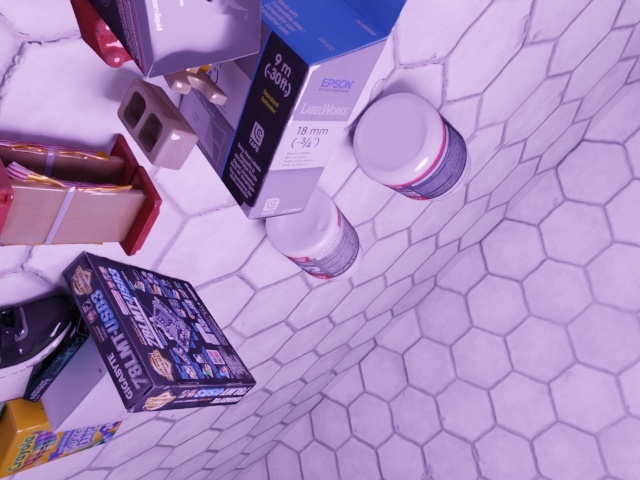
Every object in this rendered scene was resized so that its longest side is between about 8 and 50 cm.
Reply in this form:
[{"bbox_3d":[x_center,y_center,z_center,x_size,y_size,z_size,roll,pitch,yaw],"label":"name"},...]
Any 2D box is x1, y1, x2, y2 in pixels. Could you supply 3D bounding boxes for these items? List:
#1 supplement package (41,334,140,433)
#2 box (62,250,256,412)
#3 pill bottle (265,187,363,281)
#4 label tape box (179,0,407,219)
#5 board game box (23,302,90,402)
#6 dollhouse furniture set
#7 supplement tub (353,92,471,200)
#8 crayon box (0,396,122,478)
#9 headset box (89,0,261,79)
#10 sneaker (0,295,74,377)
[{"bbox_3d":[-0.441,0.271,1.022,0.194,0.149,0.203,-46,152,15],"label":"supplement package"},{"bbox_3d":[-0.288,0.172,0.900,0.073,0.295,0.293,-45,153,8],"label":"box"},{"bbox_3d":[0.000,0.000,1.136,0.161,0.161,0.283,-40,153,3],"label":"pill bottle"},{"bbox_3d":[-0.059,-0.231,0.624,0.106,0.240,0.333,-10,141,-40],"label":"label tape box"},{"bbox_3d":[-0.473,0.189,0.889,0.026,0.126,0.186,33,109,-31],"label":"board game box"},{"bbox_3d":[-0.269,-0.153,0.580,0.201,0.152,0.374,1,132,-52],"label":"dollhouse furniture set"},{"bbox_3d":[0.212,-0.192,1.070,0.191,0.191,0.272,-48,151,18],"label":"supplement tub"},{"bbox_3d":[-0.620,0.432,1.125,0.323,0.083,0.203,0,134,-50],"label":"crayon box"},{"bbox_3d":[-0.145,-0.288,0.370,0.110,0.293,0.218,-25,151,-25],"label":"headset box"},{"bbox_3d":[-0.551,0.163,0.778,0.284,0.107,0.124,-30,145,-18],"label":"sneaker"}]
